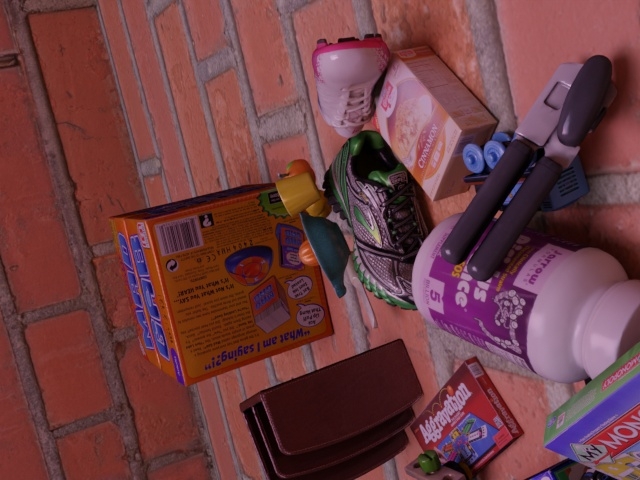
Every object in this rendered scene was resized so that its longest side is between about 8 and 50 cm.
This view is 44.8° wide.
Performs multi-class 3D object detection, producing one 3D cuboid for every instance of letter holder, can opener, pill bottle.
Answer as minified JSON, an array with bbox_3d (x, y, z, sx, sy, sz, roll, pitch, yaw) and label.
[{"bbox_3d":[0.037,0.343,1.448,0.214,0.302,0.152,68,154,12],"label":"letter holder"},{"bbox_3d":[0.237,-0.086,0.888,0.076,0.283,0.095,34,-178,19],"label":"can opener"},{"bbox_3d":[0.270,0.075,0.965,0.301,0.169,0.169,22,124,50],"label":"pill bottle"}]

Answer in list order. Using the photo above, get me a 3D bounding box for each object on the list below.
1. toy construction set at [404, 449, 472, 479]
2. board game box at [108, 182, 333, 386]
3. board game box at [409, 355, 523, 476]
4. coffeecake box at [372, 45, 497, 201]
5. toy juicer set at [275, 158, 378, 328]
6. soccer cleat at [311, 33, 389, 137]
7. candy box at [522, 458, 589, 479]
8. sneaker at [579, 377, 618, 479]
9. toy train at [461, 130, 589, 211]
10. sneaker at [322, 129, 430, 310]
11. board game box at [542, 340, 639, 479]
[{"bbox_3d":[0.175,0.490,1.258,0.309,0.258,0.237,-106,2,-77],"label":"toy construction set"},{"bbox_3d":[-0.237,0.079,1.780,0.356,0.357,0.356,4,108,63],"label":"board game box"},{"bbox_3d":[0.243,0.328,1.346,0.145,0.027,0.281,61,152,27],"label":"board game box"},{"bbox_3d":[0.164,-0.176,1.161,0.185,0.068,0.142,57,150,32],"label":"coffeecake box"},{"bbox_3d":[0.000,0.000,1.449,0.329,0.089,0.209,62,-174,-24],"label":"toy juicer set"},{"bbox_3d":[0.050,-0.235,1.214,0.331,0.116,0.143,-82,-14,-84],"label":"soccer cleat"},{"bbox_3d":[0.369,0.477,1.072,0.317,0.122,0.268,62,151,21],"label":"candy box"},{"bbox_3d":[0.358,0.246,0.956,0.216,0.121,0.079,67,153,14],"label":"sneaker"},{"bbox_3d":[0.259,-0.090,1.015,0.184,0.080,0.105,0,111,63],"label":"toy train"},{"bbox_3d":[0.108,-0.035,1.280,0.343,0.134,0.146,61,151,26],"label":"sneaker"},{"bbox_3d":[0.395,0.176,0.780,0.214,0.046,0.317,23,143,0],"label":"board game box"}]
